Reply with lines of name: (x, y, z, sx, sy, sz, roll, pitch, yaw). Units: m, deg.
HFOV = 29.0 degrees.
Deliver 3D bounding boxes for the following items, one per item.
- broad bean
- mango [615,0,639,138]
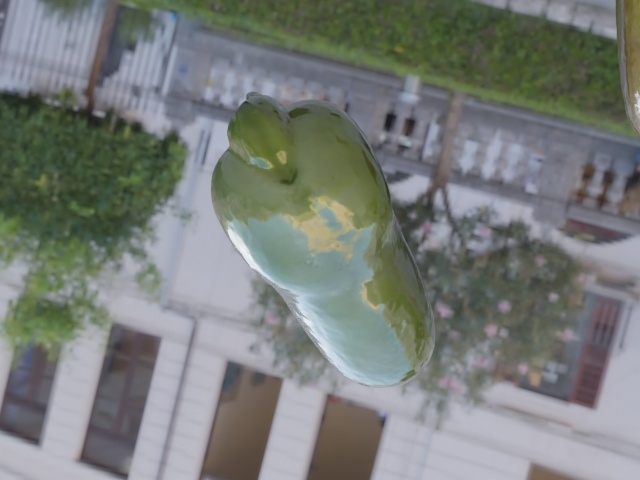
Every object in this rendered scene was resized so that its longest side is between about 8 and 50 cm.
broad bean: (0.000, 0.000, 0.619, 0.174, 0.082, 0.124, 68, 177, -51)
mango: (0.431, -0.258, 1.463, 0.182, 0.365, 0.253, -13, -151, 18)
